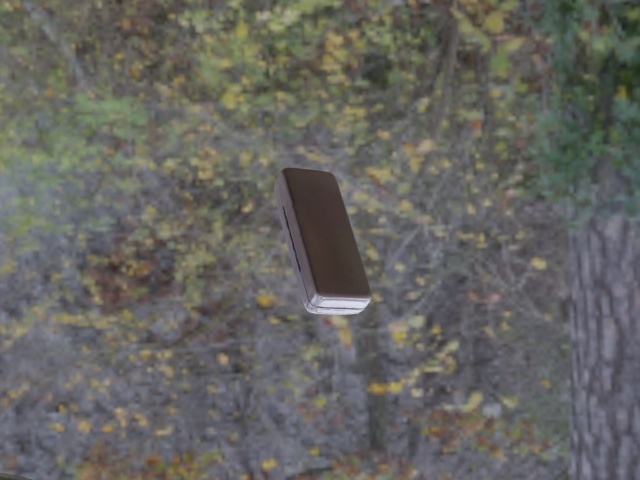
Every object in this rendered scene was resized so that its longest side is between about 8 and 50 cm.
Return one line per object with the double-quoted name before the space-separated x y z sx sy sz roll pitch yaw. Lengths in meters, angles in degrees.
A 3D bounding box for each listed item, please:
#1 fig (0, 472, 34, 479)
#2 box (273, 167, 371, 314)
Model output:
"fig" -0.121 0.134 0.347 0.175 0.207 0.175 -19 -157 8
"box" 0.000 0.000 0.788 0.048 0.115 0.025 5 143 -31
